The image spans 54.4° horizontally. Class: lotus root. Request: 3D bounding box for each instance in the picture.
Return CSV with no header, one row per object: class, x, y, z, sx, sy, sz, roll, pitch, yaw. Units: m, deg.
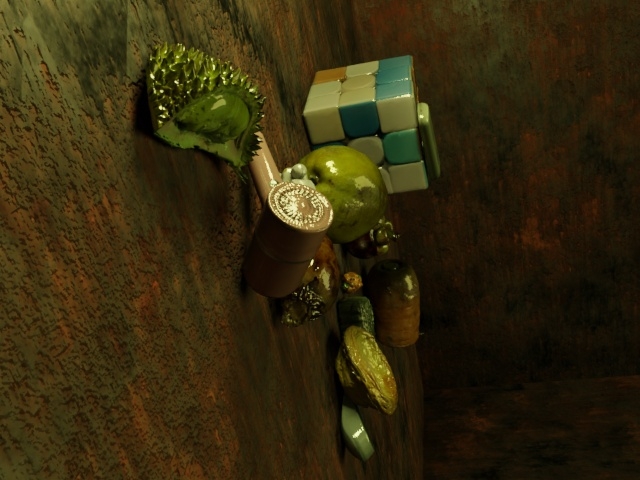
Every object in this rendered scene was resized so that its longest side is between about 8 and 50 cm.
lotus root,-0.023,0.071,1.464,0.314,0.141,0.169,-82,164,-52

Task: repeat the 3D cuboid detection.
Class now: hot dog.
hot dog,0.114,0.147,2.198,0.188,0.055,0.072,-10,94,-78

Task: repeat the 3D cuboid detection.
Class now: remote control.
remote control,0.334,-0.298,1.916,0.309,0.038,0.090,61,29,-56

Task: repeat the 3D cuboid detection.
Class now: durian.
durian,-0.196,-0.221,1.045,0.169,0.158,0.352,-63,166,3

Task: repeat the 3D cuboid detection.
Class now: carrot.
carrot,0.309,0.256,2.614,0.224,0.224,0.340,-70,154,-63

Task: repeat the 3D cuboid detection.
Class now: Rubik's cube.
Rubik's cube,0.161,-0.367,2.051,0.344,0.347,0.346,-81,158,-54

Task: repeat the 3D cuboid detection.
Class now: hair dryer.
hair dryer,-0.101,-0.082,1.243,0.210,0.125,0.352,-64,-143,44

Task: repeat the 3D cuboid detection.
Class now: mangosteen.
mangosteen,0.182,-0.027,2.235,0.192,0.217,0.192,-2,90,-72

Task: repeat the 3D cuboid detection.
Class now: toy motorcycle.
toy motorcycle,-0.063,-0.095,1.330,0.229,0.074,0.151,-139,-126,-58

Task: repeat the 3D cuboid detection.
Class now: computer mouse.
computer mouse,0.098,0.556,1.873,0.231,0.079,0.128,-108,177,-54

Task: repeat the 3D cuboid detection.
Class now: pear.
pear,0.048,-0.124,1.675,0.321,0.269,0.269,14,69,-62

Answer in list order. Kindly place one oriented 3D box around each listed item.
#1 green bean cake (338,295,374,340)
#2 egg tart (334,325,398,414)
green bean cake,0.125,0.278,2.087,0.173,0.094,0.181,-6,90,-78
egg tart,0.128,0.402,1.888,0.294,0.123,0.294,53,16,-23
